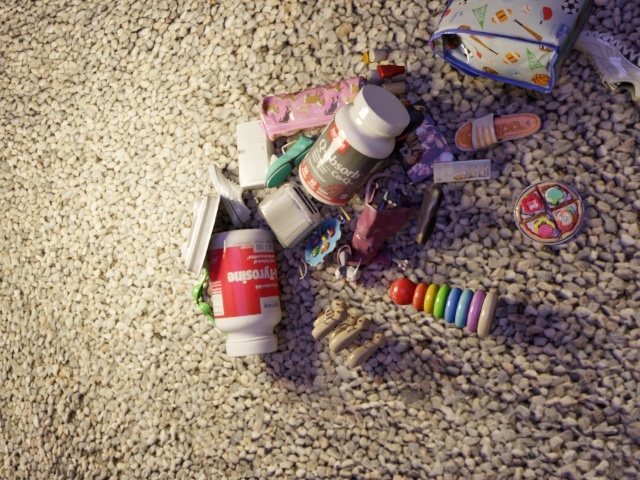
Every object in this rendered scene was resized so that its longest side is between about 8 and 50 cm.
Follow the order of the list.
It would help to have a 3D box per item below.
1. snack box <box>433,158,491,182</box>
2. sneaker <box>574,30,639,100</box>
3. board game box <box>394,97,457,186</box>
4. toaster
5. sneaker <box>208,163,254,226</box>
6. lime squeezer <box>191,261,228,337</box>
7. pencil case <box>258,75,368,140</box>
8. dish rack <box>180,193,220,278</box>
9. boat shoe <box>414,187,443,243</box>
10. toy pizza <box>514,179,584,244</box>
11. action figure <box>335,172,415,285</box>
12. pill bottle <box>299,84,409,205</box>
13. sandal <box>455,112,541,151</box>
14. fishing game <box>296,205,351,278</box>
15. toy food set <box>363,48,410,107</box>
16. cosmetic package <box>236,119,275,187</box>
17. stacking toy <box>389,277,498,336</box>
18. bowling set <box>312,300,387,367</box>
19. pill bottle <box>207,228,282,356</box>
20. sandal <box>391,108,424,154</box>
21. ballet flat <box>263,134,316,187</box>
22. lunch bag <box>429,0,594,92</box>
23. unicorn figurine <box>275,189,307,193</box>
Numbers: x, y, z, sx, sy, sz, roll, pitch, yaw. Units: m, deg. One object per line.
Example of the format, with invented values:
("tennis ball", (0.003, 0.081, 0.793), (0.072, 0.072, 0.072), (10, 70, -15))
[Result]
("snack box", (0.452, -0.223, 1.654), (0.178, 0.022, 0.064), (-4, 108, 5))
("sneaker", (0.866, -0.524, 1.540), (0.292, 0.110, 0.118), (37, 106, 16))
("board game box", (0.323, -0.323, 1.716), (0.165, 0.042, 0.243), (-29, 79, 13))
("toaster", (-0.104, -0.094, 1.741), (0.146, 0.129, 0.227), (-37, 85, 18))
("sneaker", (-0.324, -0.174, 1.887), (0.091, 0.094, 0.258), (-27, 82, -8))
("lime squeezer", (-0.412, 0.220, 1.905), (0.109, 0.059, 0.310), (-12, 80, -15))
("pencil case", (-0.015, -0.445, 1.762), (0.386, 0.167, 0.160), (-6, 92, 17))
("dish rack", (-0.421, -0.032, 1.780), (0.072, 0.333, 0.286), (14, 91, -16))
("boat shoe", (0.340, -0.082, 1.692), (0.072, 0.068, 0.190), (17, 82, 29))
("toy pizza", (0.704, -0.088, 1.593), (0.201, 0.032, 0.201), (-1, 86, 17))
("action figure", (0.144, -0.012, 1.676), (0.370, 0.248, 0.276), (-63, 35, 30))
("pill bottle", (0.101, -0.293, 1.618), (0.210, 0.210, 0.363), (53, 133, 13))
("sandal", (0.556, -0.358, 1.631), (0.265, 0.076, 0.102), (-12, 83, 16))
("fishing game", (0.000, 0.000, 1.732), (0.041, 0.189, 0.264), (32, 109, -26))
("toy food set", (0.229, -0.552, 1.734), (0.104, 0.111, 0.232), (-11, 71, -15))
("cosmetic package", (-0.229, -0.305, 1.859), (0.117, 0.085, 0.231), (-7, 83, 16))
("stacking toy", (0.379, 0.192, 1.634), (0.330, 0.141, 0.141), (14, 91, 24))
("bowling set", (0.070, 0.263, 1.691), (0.154, 0.287, 0.200), (-40, 43, 4))
("pill bottle", (-0.252, 0.177, 1.760), (0.229, 0.229, 0.408), (-9, 84, 16))
("sandal", (0.264, -0.358, 1.692), (0.067, 0.040, 0.179), (44, 99, 15))
("ballet flat", (-0.119, -0.280, 1.804), (0.247, 0.083, 0.087), (-41, 67, -13))
("lunch bag", (0.560, -0.654, 1.529), (0.385, 0.239, 0.328), (23, 76, 24))
("unicorn figurine", (-0.120, -0.134, 1.834), (0.111, 0.060, 0.162), (32, 110, 7))
